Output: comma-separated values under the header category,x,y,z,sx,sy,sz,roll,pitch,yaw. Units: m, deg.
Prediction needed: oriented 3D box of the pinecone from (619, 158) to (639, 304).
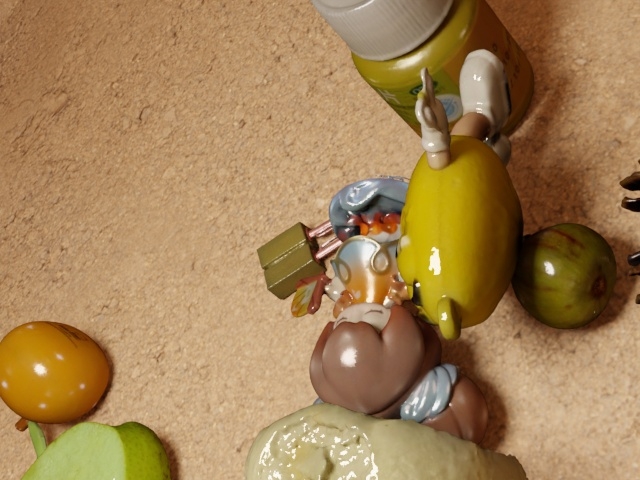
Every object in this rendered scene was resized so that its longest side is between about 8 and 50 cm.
category,x,y,z,sx,sy,sz,roll,pitch,yaw
pinecone,0.480,-0.005,1.253,0.246,0.246,0.292,6,78,41

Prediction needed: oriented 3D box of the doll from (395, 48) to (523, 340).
category,x,y,z,sx,sy,sz,roll,pitch,yaw
doll,0.201,-0.079,1.410,0.161,0.423,0.348,-4,102,23

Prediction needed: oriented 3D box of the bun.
category,x,y,z,sx,sy,sz,roll,pitch,yaw
bun,0.076,0.352,1.257,0.364,0.364,0.202,-6,57,36

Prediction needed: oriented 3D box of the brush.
category,x,y,z,sx,sy,sz,roll,pitch,yaw
brush,0.000,0.000,1.762,0.233,0.047,0.103,-33,48,18

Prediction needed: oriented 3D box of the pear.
category,x,y,z,sx,sy,sz,roll,pitch,yaw
pear,-0.362,0.430,1.708,0.292,0.159,0.292,-17,55,26

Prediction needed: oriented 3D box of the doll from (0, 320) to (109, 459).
category,x,y,z,sx,sy,sz,roll,pitch,yaw
doll,-0.525,0.274,1.912,0.213,0.213,0.236,34,98,45

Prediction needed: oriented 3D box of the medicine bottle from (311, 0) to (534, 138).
category,x,y,z,sx,sy,sz,roll,pitch,yaw
medicine bottle,0.162,-0.316,1.590,0.224,0.384,0.224,-19,53,28

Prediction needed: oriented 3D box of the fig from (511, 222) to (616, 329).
category,x,y,z,sx,sy,sz,roll,pitch,yaw
fig,0.319,0.034,1.416,0.186,0.142,0.148,25,59,34

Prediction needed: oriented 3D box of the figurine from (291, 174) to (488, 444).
category,x,y,z,sx,sy,sz,roll,pitch,yaw
figurine,0.090,0.131,1.500,0.277,0.248,0.388,-21,43,31
